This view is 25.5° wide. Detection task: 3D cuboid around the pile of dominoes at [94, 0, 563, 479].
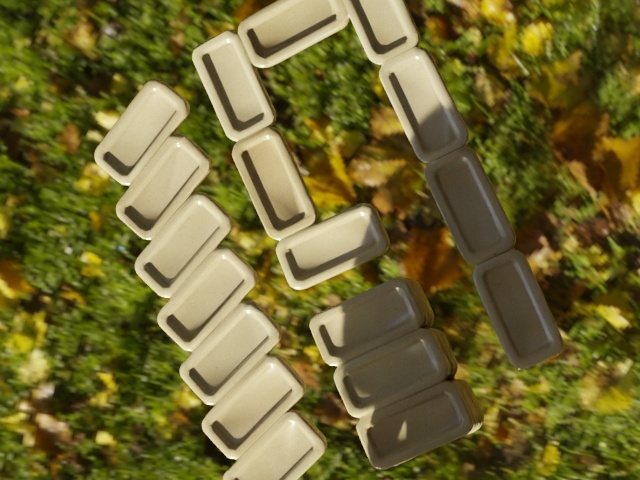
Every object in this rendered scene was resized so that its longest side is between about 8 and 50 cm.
[{"bbox_3d":[0.000,0.000,0.759,0.196,0.040,0.251,-26,81,13],"label":"pile of dominoes"}]
